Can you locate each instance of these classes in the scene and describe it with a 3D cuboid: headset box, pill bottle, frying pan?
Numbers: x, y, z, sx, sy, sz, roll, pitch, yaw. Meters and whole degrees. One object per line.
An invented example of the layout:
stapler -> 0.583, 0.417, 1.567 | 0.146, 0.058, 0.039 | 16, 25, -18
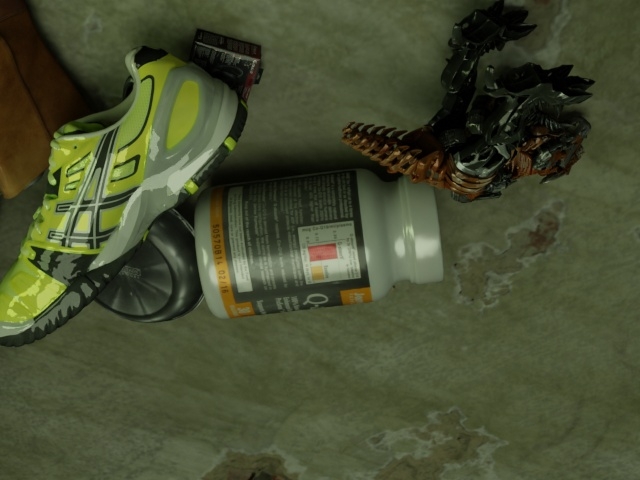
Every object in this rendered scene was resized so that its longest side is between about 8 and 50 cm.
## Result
headset box -> -0.106, -0.192, 1.204 | 0.083, 0.032, 0.062 | 12, 128, -12
pill bottle -> 0.000, 0.000, 1.280 | 0.278, 0.162, 0.162 | -7, 129, 4
frying pan -> -0.206, -0.018, 1.301 | 0.197, 0.053, 0.326 | 31, 127, -1

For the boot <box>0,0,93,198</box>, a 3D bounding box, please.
boot -> -0.383, -0.162, 1.109 | 0.096, 0.264, 0.280 | 11, 136, 32

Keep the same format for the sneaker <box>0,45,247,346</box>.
sneaker -> -0.254, -0.049, 1.187 | 0.147, 0.145, 0.385 | 40, 94, -20

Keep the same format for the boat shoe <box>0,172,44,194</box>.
boat shoe -> -0.437, -0.146, 1.187 | 0.094, 0.109, 0.302 | -26, 127, 23

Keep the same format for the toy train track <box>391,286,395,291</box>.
toy train track -> 0.062, 0.040, 1.409 | 0.083, 0.014, 0.048 | 33, 128, -18

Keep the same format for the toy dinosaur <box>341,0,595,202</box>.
toy dinosaur -> 0.178, -0.116, 1.167 | 0.164, 0.322, 0.218 | 41, 132, 21
